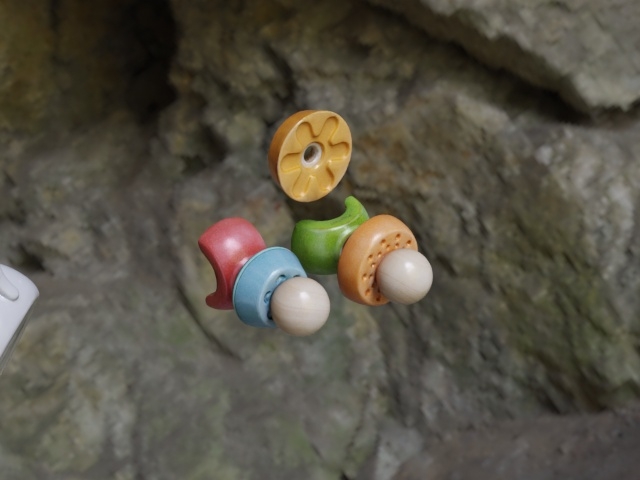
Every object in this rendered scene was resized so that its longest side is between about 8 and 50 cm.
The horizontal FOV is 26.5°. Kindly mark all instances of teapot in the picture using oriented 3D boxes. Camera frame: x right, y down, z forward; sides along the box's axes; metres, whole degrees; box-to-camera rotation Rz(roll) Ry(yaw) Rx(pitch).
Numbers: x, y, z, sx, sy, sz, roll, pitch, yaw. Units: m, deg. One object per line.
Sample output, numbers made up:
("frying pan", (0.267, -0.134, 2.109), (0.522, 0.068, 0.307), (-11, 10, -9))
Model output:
("teapot", (-0.510, 0.119, 1.840), (0.256, 0.187, 0.252), (-62, 6, -10))

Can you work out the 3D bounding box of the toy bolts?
("toy bolts", (0.000, 0.000, 1.408), (0.228, 0.218, 0.158), (-30, 39, -28))
